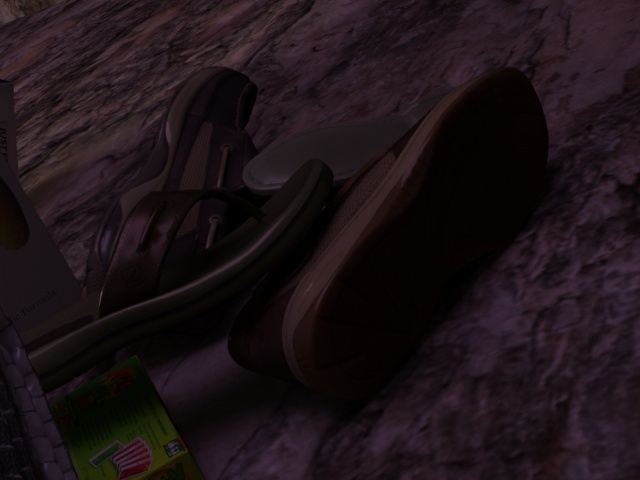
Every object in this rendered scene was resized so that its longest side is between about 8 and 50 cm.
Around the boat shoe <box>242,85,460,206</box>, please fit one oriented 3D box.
[{"bbox_3d":[0.048,-0.063,1.050,0.227,0.069,0.081,-17,43,-7],"label":"boat shoe"}]

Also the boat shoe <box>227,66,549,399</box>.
[{"bbox_3d":[0.054,-0.017,0.931,0.123,0.123,0.342,-1,39,44],"label":"boat shoe"}]

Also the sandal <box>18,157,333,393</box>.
[{"bbox_3d":[-0.125,0.017,0.871,0.302,0.086,0.120,-28,10,-6],"label":"sandal"}]

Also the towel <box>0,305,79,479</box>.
[{"bbox_3d":[-0.240,0.178,0.636,0.235,0.121,0.284,-27,63,-2],"label":"towel"}]

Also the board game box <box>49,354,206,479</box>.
[{"bbox_3d":[-0.144,0.151,0.872,0.092,0.043,0.181,-30,23,-9],"label":"board game box"}]

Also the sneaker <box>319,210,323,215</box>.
[{"bbox_3d":[0.000,0.000,1.051,0.098,0.038,0.069,-28,21,-3],"label":"sneaker"}]

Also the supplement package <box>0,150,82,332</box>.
[{"bbox_3d":[-0.335,0.005,1.136,0.139,0.244,0.134,-37,24,-22],"label":"supplement package"}]

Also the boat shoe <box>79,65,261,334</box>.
[{"bbox_3d":[-0.106,-0.030,1.133,0.130,0.132,0.355,20,43,0],"label":"boat shoe"}]

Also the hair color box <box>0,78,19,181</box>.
[{"bbox_3d":[-0.553,-0.101,1.528,0.347,0.174,0.105,-13,21,-40],"label":"hair color box"}]
